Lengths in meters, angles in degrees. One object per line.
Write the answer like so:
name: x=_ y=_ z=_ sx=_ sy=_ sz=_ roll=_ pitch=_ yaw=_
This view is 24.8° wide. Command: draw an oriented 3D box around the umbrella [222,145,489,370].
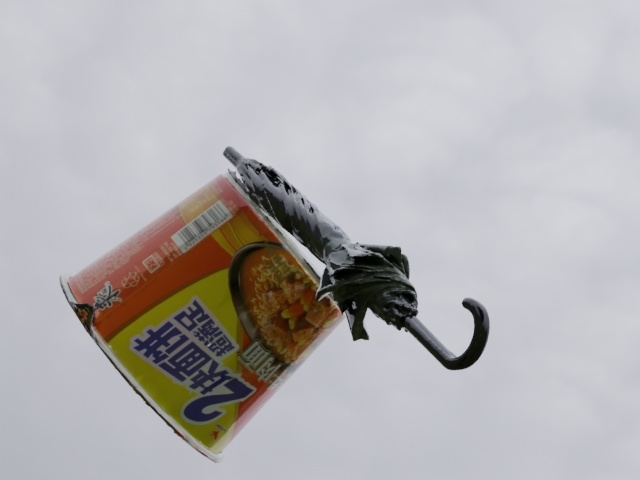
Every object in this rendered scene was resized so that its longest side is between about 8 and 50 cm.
umbrella: x=-0.002 y=0.005 z=0.648 sx=0.044 sy=0.044 sz=0.269 roll=18 pitch=9 yaw=-29

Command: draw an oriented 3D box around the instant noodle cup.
instant noodle cup: x=-0.089 y=0.054 z=1.235 sx=0.213 sy=0.174 sz=0.213 roll=49 pitch=0 yaw=0
